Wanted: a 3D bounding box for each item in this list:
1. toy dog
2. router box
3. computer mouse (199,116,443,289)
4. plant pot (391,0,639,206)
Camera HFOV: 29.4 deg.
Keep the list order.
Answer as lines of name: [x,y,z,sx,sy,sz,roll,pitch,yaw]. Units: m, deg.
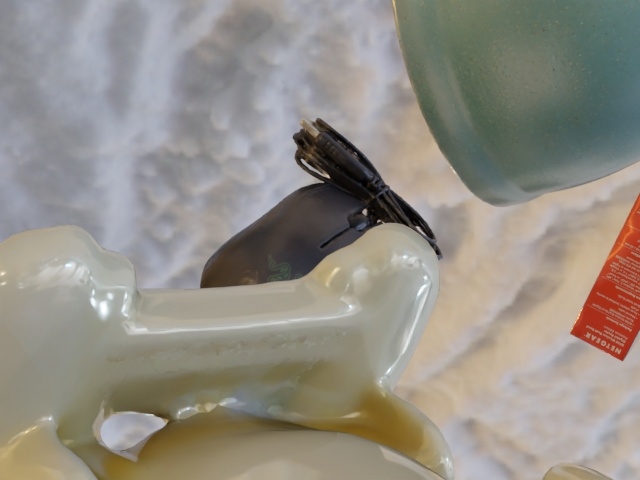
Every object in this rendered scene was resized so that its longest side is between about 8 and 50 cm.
toy dog: [0.003,0.229,0.504,0.284,0.408,0.395,10,117,-44]
router box: [0.479,-0.012,1.707,0.082,0.335,0.301,28,108,17]
computer mouse: [0.000,0.000,1.070,0.188,0.272,0.072,45,135,1]
plant pot: [0.199,-0.180,0.855,0.196,0.293,0.293,-8,148,30]
